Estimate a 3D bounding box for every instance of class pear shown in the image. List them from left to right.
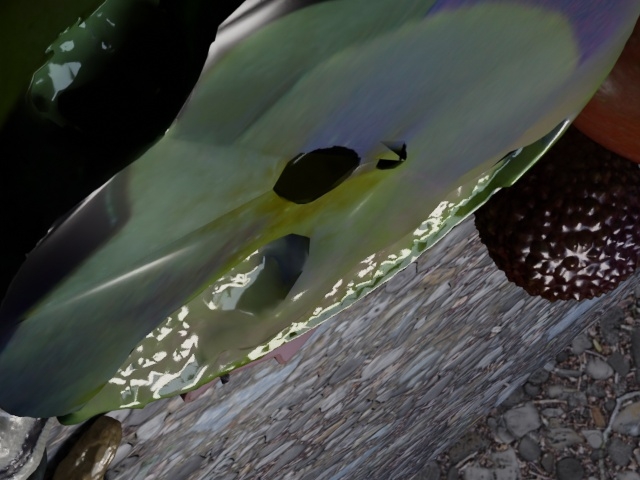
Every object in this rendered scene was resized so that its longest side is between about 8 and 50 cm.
[{"bbox_3d":[-0.037,-0.093,0.808,0.399,0.165,0.399,-32,158,-15],"label":"pear"}]

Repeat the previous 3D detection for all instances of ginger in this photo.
[{"bbox_3d":[-0.216,0.223,1.484,0.069,0.051,0.173,-35,166,-33],"label":"ginger"}]

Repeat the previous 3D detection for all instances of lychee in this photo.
[{"bbox_3d":[0.240,-0.024,1.640,0.188,0.188,0.188,-37,164,-12],"label":"lychee"}]

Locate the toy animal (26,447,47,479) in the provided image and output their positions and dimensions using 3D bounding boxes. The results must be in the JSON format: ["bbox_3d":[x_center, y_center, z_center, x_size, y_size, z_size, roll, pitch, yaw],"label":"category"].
[{"bbox_3d":[-0.290,0.217,1.177,0.269,0.082,0.137,-46,-169,14],"label":"toy animal"}]

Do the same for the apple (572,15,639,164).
[{"bbox_3d":[0.274,-0.207,1.046,0.348,0.277,0.348,-39,168,-10],"label":"apple"}]

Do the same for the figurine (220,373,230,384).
[{"bbox_3d":[-0.020,-0.047,1.046,0.182,0.144,0.256,-12,145,-51],"label":"figurine"}]

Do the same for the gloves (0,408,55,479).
[{"bbox_3d":[-0.205,0.083,0.946,0.140,0.131,0.219,-54,-171,-30],"label":"gloves"}]

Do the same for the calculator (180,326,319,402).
[{"bbox_3d":[0.000,0.000,1.403,0.220,0.048,0.329,-15,148,-56],"label":"calculator"}]
